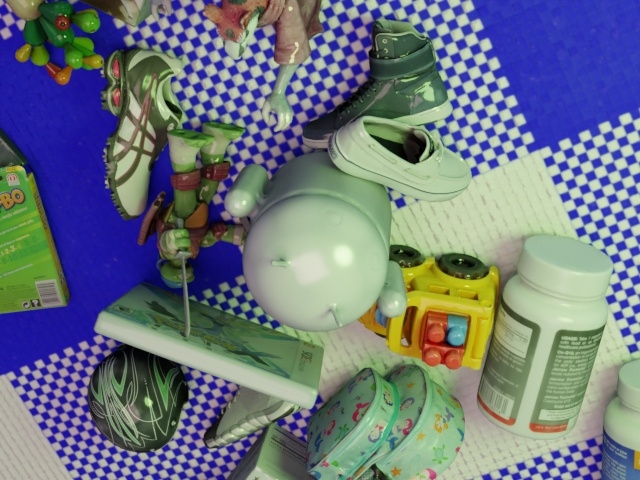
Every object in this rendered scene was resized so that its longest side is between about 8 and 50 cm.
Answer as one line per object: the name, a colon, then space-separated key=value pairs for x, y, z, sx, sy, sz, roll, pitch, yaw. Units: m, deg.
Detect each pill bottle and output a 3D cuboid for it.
pill bottle: x=0.345 y=0.146 z=1.668 sx=0.161 sy=0.161 sz=0.283 roll=12 pitch=113 yaw=3
pill bottle: x=0.523 y=0.332 z=1.724 sx=0.152 sy=0.152 sz=0.272 roll=-1 pitch=113 yaw=9

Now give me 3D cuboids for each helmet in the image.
helmet: x=-0.306 y=0.263 z=1.810 sx=0.169 sy=0.161 sz=0.169 roll=3 pitch=113 yaw=7

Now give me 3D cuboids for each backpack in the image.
backpack: x=0.102 y=0.316 z=1.742 sx=0.253 sy=0.225 sz=0.191 roll=-37 pitch=108 yaw=16

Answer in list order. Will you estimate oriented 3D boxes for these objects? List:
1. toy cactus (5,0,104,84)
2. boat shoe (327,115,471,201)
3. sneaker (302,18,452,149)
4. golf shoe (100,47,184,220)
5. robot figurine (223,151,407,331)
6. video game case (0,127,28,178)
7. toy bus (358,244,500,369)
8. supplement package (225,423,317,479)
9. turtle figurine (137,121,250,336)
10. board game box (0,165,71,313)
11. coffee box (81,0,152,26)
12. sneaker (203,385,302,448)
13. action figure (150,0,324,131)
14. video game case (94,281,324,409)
toy cactus: x=-0.401 y=-0.307 z=1.580 sx=0.180 sy=0.219 sz=0.112 roll=46 pitch=71 yaw=-20
boat shoe: x=0.134 y=-0.119 z=1.565 sx=0.258 sy=0.095 sz=0.084 roll=6 pitch=151 yaw=-38
sneaker: x=0.064 y=-0.231 z=1.587 sx=0.226 sy=0.086 sz=0.163 roll=-17 pitch=120 yaw=4
golf shoe: x=-0.270 y=-0.156 z=1.669 sx=0.120 sy=0.105 sz=0.272 roll=2 pitch=113 yaw=0
robot figurine: x=0.000 y=0.000 z=1.552 sx=0.300 sy=0.353 sz=0.199 roll=31 pitch=113 yaw=-7
video game case: x=-0.630 y=-0.178 z=1.752 sx=0.196 sy=0.026 sz=0.274 roll=-34 pitch=105 yaw=19
toy bus: x=0.158 y=0.118 z=1.659 sx=0.220 sy=0.211 sz=0.149 roll=10 pitch=115 yaw=6
supplement package: x=-0.041 y=0.482 z=1.872 sx=0.262 sy=0.145 sz=0.204 roll=33 pitch=113 yaw=-5
turtle figurine: x=-0.155 y=-0.031 z=1.655 sx=0.198 sy=0.275 sz=0.266 roll=-3 pitch=111 yaw=-28
board game box: x=-0.504 y=-0.003 z=1.785 sx=0.124 sy=0.039 sz=0.259 roll=-7 pitch=119 yaw=7
coffee box: x=-0.355 y=-0.451 z=1.548 sx=0.297 sy=0.119 sz=0.168 roll=26 pitch=114 yaw=-3
sneaker: x=-0.127 y=0.258 z=1.840 sx=0.229 sy=0.086 sz=0.132 roll=-30 pitch=81 yaw=31
action figure: x=-0.056 y=-0.331 z=1.417 sx=0.248 sy=0.370 sz=0.275 roll=39 pitch=111 yaw=-9
video game case: x=-0.156 y=0.152 z=1.672 sx=0.329 sy=0.300 sz=0.036 roll=20 pitch=96 yaw=0
